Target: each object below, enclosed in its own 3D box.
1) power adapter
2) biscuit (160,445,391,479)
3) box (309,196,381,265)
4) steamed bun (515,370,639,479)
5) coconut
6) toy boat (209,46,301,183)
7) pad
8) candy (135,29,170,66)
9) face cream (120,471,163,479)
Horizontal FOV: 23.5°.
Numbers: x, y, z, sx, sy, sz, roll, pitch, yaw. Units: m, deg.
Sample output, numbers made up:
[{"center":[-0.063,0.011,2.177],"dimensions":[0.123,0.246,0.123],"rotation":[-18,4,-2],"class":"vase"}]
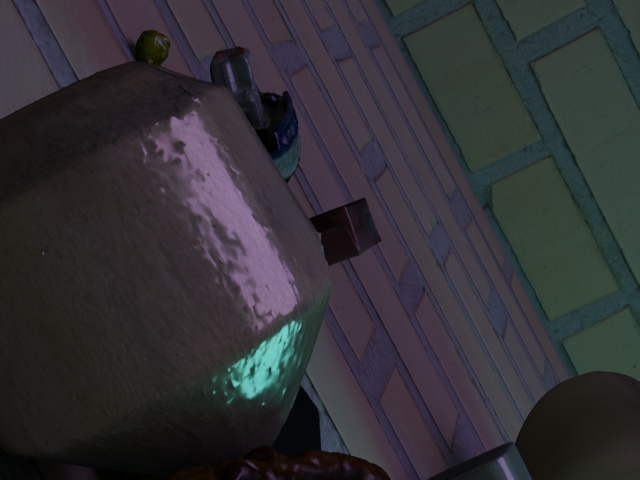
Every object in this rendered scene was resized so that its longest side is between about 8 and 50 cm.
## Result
[{"center":[0.210,0.357,1.796],"dimensions":[0.205,0.130,0.125],"rotation":[63,13,4],"class":"power adapter"},{"center":[-0.037,0.268,0.915],"dimensions":[0.334,0.081,0.289],"rotation":[16,73,-51],"class":"biscuit"},{"center":[0.000,0.000,1.723],"dimensions":[0.156,0.111,0.060],"rotation":[-23,94,-76],"class":"box"},{"center":[0.391,0.426,2.021],"dimensions":[0.371,0.289,0.456],"rotation":[-96,167,-72],"class":"steamed bun"},{"center":[-0.116,0.032,0.958],"dimensions":[0.266,0.237,0.237],"rotation":[58,13,-2],"class":"coconut"},{"center":[-0.085,-0.120,1.604],"dimensions":[0.262,0.114,0.115],"rotation":[-88,161,-57],"class":"toy boat"},{"center":[-0.027,0.182,1.499],"dimensions":[0.116,0.004,0.193],"rotation":[57,15,-27],"class":"pad"},{"center":[-0.170,-0.166,1.579],"dimensions":[0.035,0.035,0.123],"rotation":[15,51,-29],"class":"candy"},{"center":[-0.101,0.128,1.102],"dimensions":[0.105,0.105,0.349],"rotation":[36,29,-63],"class":"face cream"}]
